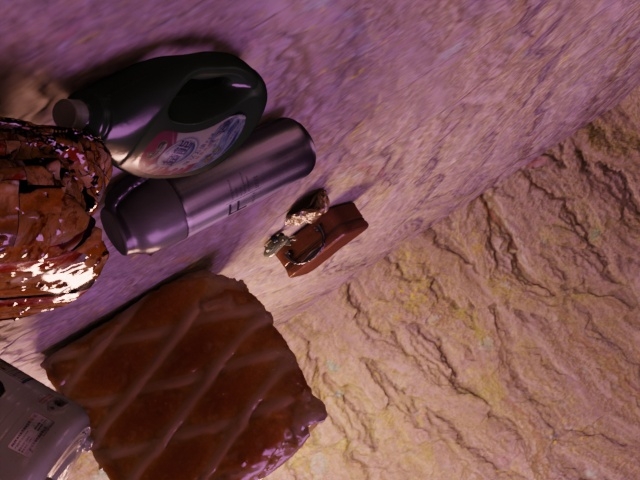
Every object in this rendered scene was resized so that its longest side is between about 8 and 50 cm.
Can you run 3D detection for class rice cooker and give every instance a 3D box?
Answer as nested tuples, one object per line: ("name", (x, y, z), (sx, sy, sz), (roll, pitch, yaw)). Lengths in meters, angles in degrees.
("rice cooker", (-0.431, 0.258, 0.963), (0.226, 0.244, 0.226), (-57, 178, -4))

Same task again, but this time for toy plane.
("toy plane", (-0.087, 0.008, 1.511), (0.083, 0.033, 0.080), (-32, 175, 38))

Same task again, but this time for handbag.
("handbag", (0.000, 0.000, 1.650), (0.193, 0.072, 0.151), (-36, 171, 22))

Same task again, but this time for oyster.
("oyster", (-0.016, -0.058, 1.418), (0.146, 0.045, 0.121), (-42, -178, 45))

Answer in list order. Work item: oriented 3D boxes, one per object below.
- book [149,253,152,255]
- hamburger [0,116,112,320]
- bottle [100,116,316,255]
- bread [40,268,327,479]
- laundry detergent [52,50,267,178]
("book", (-0.159, -0.047, 1.011), (0.198, 0.016, 0.138), (-33, 171, -3))
("hamburger", (-0.250, -0.007, 0.534), (0.230, 0.107, 0.231), (-13, 169, -3))
("bottle", (-0.121, -0.068, 0.861), (0.253, 0.079, 0.096), (-29, 132, -28))
("bread", (-0.238, 0.285, 1.363), (0.389, 0.371, 0.279), (-30, 170, -14))
("laundry detergent", (-0.133, -0.108, 0.647), (0.137, 0.063, 0.211), (-39, 167, 23))
